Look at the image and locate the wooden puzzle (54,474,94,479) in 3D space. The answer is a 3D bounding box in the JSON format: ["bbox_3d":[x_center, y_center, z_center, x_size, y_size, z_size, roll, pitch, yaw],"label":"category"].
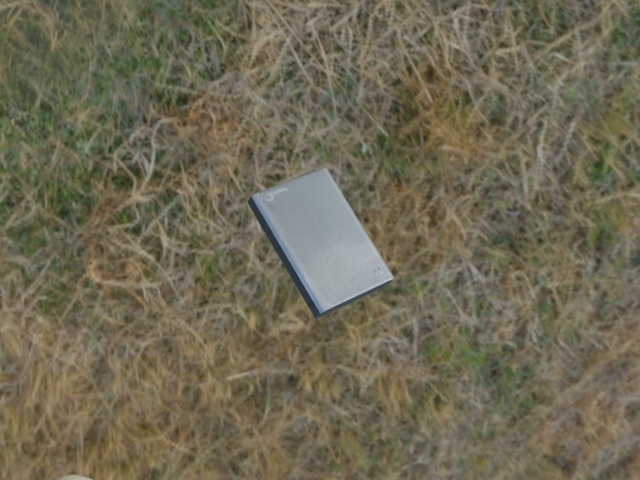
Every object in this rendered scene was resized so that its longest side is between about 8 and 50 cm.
[{"bbox_3d":[-0.266,0.521,1.213,0.348,0.322,0.080,33,148,-32],"label":"wooden puzzle"}]

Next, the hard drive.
[{"bbox_3d":[0.000,0.000,0.888,0.094,0.135,0.022,-23,164,-33],"label":"hard drive"}]
